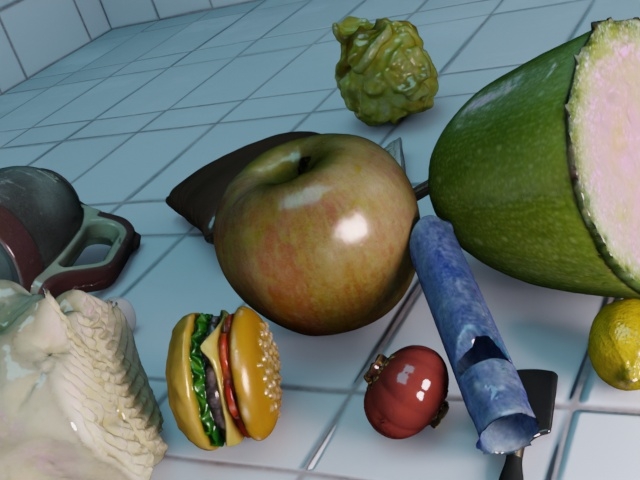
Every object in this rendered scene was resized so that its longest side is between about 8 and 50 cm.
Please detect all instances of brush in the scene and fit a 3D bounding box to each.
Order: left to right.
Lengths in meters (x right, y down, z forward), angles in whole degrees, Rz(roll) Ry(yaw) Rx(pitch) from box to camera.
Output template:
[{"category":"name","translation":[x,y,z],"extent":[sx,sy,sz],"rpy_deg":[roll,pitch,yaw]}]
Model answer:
[{"category":"brush","translation":[0.189,0.188,0.850],"extent":[0.063,0.016,0.193],"rpy_deg":[-6,28,24]}]

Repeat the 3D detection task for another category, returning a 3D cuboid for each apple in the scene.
[{"category":"apple","translation":[0.000,0.000,1.094],"extent":[0.256,0.234,0.257],"rpy_deg":[-13,29,7]}]

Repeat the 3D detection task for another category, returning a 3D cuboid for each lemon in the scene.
[{"category":"lemon","translation":[0.302,0.103,0.866],"extent":[0.082,0.082,0.111],"rpy_deg":[-3,30,29]}]

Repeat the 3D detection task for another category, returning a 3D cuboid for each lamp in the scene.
[{"category":"lamp","translation":[0.087,0.153,0.899],"extent":[0.101,0.090,0.101],"rpy_deg":[-55,-1,-1]}]

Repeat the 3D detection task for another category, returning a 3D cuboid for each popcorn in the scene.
[{"category":"popcorn","translation":[0.115,-0.327,1.670],"extent":[0.181,0.217,0.235],"rpy_deg":[-25,15,-3]}]

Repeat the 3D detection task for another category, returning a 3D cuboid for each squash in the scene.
[{"category":"squash","translation":[0.246,-0.066,1.029],"extent":[0.309,0.310,0.310],"rpy_deg":[-12,23,46]}]

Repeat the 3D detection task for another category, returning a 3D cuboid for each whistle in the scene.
[{"category":"whistle","translation":[0.148,0.085,0.920],"extent":[0.062,0.062,0.304],"rpy_deg":[-17,39,3]}]

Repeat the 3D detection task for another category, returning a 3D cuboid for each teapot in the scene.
[{"category":"teapot","translation":[-0.472,0.000,1.460],"extent":[0.315,0.233,0.312],"rpy_deg":[19,30,7]}]

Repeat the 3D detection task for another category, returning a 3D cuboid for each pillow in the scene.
[{"category":"pillow","translation":[-0.092,-0.101,1.493],"extent":[0.307,0.108,0.305],"rpy_deg":[-24,22,-15]}]

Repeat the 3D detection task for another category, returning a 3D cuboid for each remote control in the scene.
[{"category":"remote control","translation":[0.112,-0.114,1.455],"extent":[0.073,0.044,0.229],"rpy_deg":[-38,14,16]}]

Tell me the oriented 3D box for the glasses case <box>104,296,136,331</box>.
[{"category":"glasses case","translation":[-0.323,0.139,1.228],"extent":[0.041,0.063,0.164],"rpy_deg":[6,36,42]}]

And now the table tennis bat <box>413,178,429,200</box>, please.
[{"category":"table tennis bat","translation":[0.139,-0.027,1.310],"extent":[0.170,0.119,0.107],"rpy_deg":[-32,46,27]}]

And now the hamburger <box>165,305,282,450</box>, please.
[{"category":"hamburger","translation":[-0.103,0.149,0.968],"extent":[0.115,0.162,0.162],"rpy_deg":[-9,27,6]}]

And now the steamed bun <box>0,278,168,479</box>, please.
[{"category":"steamed bun","translation":[-0.299,0.182,0.934],"extent":[0.206,0.275,0.320],"rpy_deg":[-30,-10,4]}]
